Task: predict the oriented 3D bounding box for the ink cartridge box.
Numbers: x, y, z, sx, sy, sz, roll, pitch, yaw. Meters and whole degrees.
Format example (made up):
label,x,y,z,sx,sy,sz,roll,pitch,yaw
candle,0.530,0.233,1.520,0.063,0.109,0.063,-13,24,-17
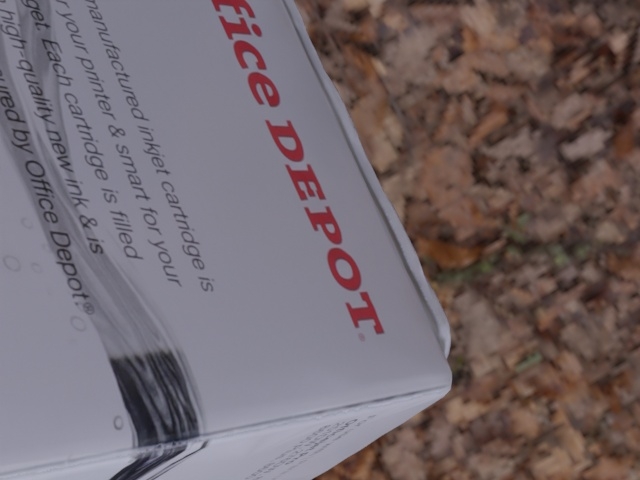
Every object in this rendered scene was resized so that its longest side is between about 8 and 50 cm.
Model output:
label,x,y,z,sx,sy,sz,roll,pitch,yaw
ink cartridge box,-0.171,-0.010,0.643,0.395,0.285,0.166,-4,154,-46
